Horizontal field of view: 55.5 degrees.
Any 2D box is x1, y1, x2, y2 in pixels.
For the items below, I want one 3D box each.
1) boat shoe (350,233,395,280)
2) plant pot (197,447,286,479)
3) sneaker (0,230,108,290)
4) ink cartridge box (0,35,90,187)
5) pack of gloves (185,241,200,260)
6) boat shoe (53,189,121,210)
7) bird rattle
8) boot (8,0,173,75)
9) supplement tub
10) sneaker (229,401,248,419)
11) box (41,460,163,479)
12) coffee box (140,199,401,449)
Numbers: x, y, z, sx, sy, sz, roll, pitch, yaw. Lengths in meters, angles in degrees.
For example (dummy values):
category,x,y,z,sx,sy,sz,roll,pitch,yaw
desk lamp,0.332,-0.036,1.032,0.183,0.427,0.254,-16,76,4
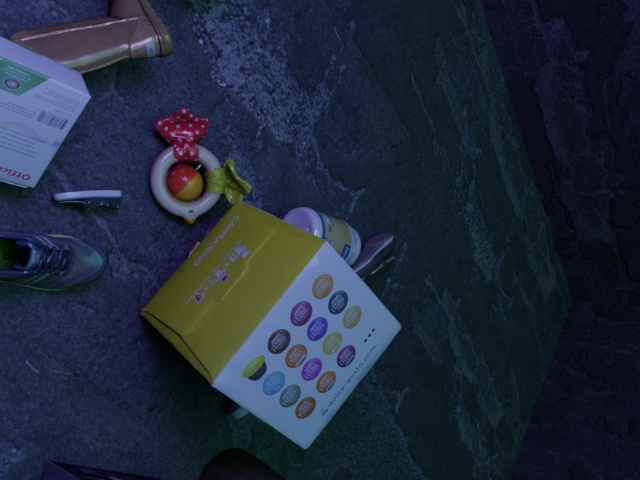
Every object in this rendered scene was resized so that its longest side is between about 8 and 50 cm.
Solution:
category,x,y,z,sx,sy,sz,roll,pitch,yaw
boat shoe,0.139,0.083,1.843,0.335,0.112,0.096,-36,113,-47
plant pot,-0.148,0.628,1.433,0.215,0.230,0.216,-3,93,-49
sneaker,-0.509,0.037,1.075,0.299,0.121,0.111,6,87,-49
ink cartridge box,-0.509,-0.206,1.007,0.154,0.093,0.212,18,118,-47
pack of gloves,-0.273,0.137,1.429,0.232,0.046,0.195,43,74,-42
boat shoe,-0.453,-0.078,1.195,0.142,0.049,0.040,-7,97,-51
bird rattle,-0.282,-0.154,1.341,0.207,0.143,0.253,-52,126,-14
boot,-0.446,-0.397,1.139,0.269,0.236,0.089,-23,146,-26
supplement tub,0.000,0.000,1.611,0.199,0.144,0.145,16,79,-48
sneaker,-0.157,0.332,1.539,0.091,0.094,0.258,47,55,-8
box,-0.402,0.538,1.182,0.270,0.165,0.143,34,67,-44
coffee box,-0.107,0.169,1.309,0.338,0.338,0.334,-51,131,-11
